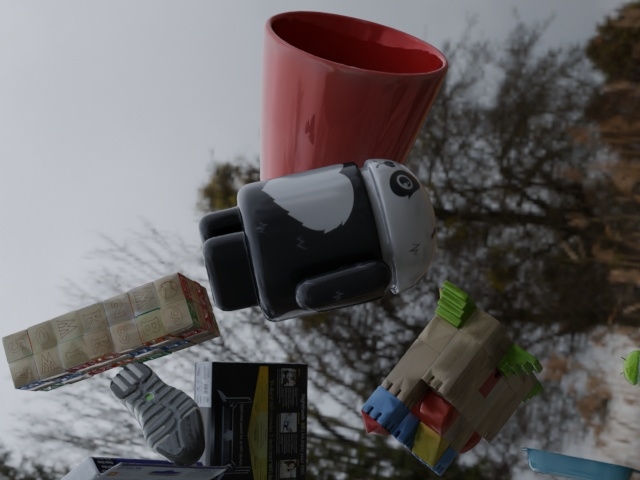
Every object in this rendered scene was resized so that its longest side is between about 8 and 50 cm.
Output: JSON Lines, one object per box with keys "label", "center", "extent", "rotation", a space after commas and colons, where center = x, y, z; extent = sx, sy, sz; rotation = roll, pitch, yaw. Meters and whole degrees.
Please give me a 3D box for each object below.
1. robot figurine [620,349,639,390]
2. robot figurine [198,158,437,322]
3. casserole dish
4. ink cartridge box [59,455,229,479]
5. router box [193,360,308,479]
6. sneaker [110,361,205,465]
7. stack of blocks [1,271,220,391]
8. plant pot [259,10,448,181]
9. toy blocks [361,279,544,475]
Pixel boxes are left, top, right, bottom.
{"label": "robot figurine", "center": [0.605, 0.236, 1.927], "extent": [0.067, 0.115, 0.101], "rotation": [-61, -29, -49]}
{"label": "robot figurine", "center": [-0.001, -0.003, 1.259], "extent": [0.173, 0.278, 0.209], "rotation": [88, 169, -70]}
{"label": "casserole dish", "center": [0.411, 0.364, 1.682], "extent": [0.114, 0.189, 0.036], "rotation": [38, -119, -67]}
{"label": "ink cartridge box", "center": [-0.294, 0.380, 1.650], "extent": [0.223, 0.224, 0.045], "rotation": [16, -134, -46]}
{"label": "router box", "center": [-0.148, 0.412, 2.256], "extent": [0.243, 0.081, 0.308], "rotation": [7, -99, -34]}
{"label": "sneaker", "center": [-0.205, 0.269, 1.502], "extent": [0.086, 0.229, 0.132], "rotation": [-37, -51, -13]}
{"label": "stack of blocks", "center": [-0.327, 0.152, 1.681], "extent": [0.171, 0.297, 0.087], "rotation": [53, -162, -76]}
{"label": "plant pot", "center": [0.029, -0.178, 1.552], "extent": [0.275, 0.275, 0.243], "rotation": [-41, -32, -59]}
{"label": "toy blocks", "center": [0.216, 0.262, 1.753], "extent": [0.261, 0.191, 0.381], "rotation": [-51, -34, -6]}
